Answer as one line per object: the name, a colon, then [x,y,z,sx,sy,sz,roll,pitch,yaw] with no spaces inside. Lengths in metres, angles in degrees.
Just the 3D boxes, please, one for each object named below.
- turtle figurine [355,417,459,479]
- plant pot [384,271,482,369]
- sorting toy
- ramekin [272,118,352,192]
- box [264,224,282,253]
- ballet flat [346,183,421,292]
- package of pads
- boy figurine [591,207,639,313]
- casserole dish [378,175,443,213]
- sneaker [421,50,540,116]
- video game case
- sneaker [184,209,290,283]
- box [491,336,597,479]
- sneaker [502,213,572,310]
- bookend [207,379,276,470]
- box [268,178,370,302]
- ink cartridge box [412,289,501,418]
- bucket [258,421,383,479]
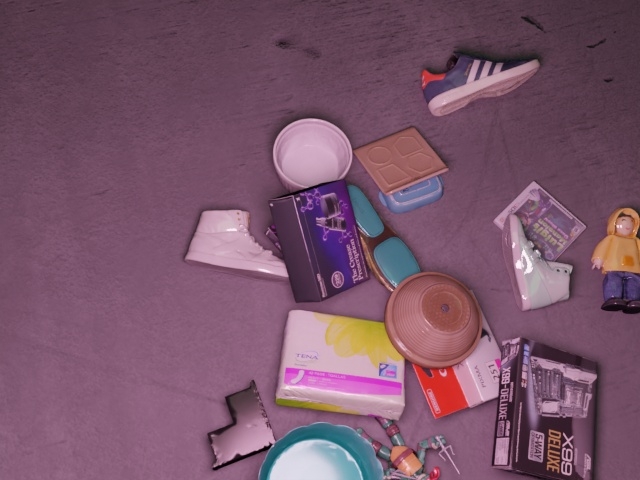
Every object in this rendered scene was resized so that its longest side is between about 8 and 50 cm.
turtle figurine: [0.191,0.501,1.719,0.175,0.118,0.234,-30,56,-33]
plant pot: [0.275,0.173,1.744,0.238,0.109,0.237,4,66,-8]
sorting toy: [0.214,-0.212,2.013,0.193,0.038,0.208,-23,50,-13]
ramekin: [-0.025,-0.208,1.977,0.207,0.109,0.207,2,68,-5]
box: [-0.051,-0.009,1.901,0.116,0.029,0.162,49,41,13]
ballet flat: [0.140,0.014,1.905,0.123,0.123,0.348,-31,78,-15]
package of pads: [0.052,0.288,1.768,0.297,0.101,0.229,8,50,-2]
boy figurine: [0.804,0.049,1.964,0.177,0.092,0.285,10,72,2]
casserole dish: [0.248,-0.144,2.016,0.189,0.037,0.114,-19,71,-11]
sneaker: [0.447,-0.480,2.112,0.350,0.131,0.148,-20,76,-12]
video game case: [0.592,-0.044,2.016,0.173,0.022,0.190,-42,78,-18]
sneaker: [-0.180,0.006,1.882,0.293,0.108,0.169,13,71,1]
box: [0.534,0.409,1.767,0.243,0.076,0.307,20,67,-19]
sneaker: [0.565,0.047,1.938,0.151,0.094,0.255,-9,80,-3]
bookend: [-0.200,0.430,1.734,0.157,0.072,0.156,-20,71,-11]
box: [0.000,0.000,1.814,0.184,0.103,0.261,-21,100,-39]
ink cartridge box: [0.324,0.267,1.803,0.239,0.060,0.275,-7,67,-37]
bucket: [-0.007,0.545,1.649,0.281,0.183,0.281,2,68,-5]
